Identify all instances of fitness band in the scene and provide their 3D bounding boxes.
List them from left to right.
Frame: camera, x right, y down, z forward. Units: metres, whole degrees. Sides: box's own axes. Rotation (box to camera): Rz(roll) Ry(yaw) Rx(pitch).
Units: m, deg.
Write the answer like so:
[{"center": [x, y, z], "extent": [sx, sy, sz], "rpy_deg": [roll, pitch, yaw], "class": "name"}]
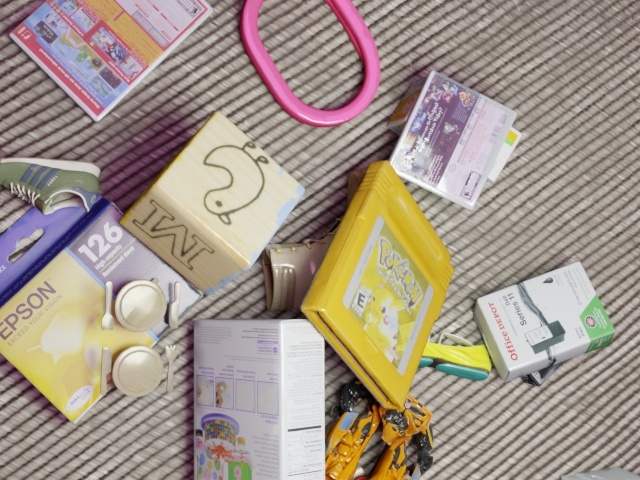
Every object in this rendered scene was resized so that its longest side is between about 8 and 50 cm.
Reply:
[{"center": [-0.017, -0.342, 1.773], "extent": [0.209, 0.054, 0.290], "rpy_deg": [-33, 96, -12], "class": "fitness band"}]

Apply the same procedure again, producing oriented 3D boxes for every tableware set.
[{"center": [-0.302, 0.158, 1.639], "extent": [0.128, 0.039, 0.194], "rpy_deg": [2, 94, -27], "class": "tableware set"}]

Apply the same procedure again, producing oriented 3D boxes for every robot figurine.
[{"center": [0.101, 0.355, 1.714], "extent": [0.211, 0.085, 0.291], "rpy_deg": [40, 43, -3], "class": "robot figurine"}]

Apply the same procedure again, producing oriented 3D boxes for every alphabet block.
[{"center": [-0.178, -0.057, 1.633], "extent": [0.197, 0.193, 0.192], "rpy_deg": [41, 57, -11], "class": "alphabet block"}]

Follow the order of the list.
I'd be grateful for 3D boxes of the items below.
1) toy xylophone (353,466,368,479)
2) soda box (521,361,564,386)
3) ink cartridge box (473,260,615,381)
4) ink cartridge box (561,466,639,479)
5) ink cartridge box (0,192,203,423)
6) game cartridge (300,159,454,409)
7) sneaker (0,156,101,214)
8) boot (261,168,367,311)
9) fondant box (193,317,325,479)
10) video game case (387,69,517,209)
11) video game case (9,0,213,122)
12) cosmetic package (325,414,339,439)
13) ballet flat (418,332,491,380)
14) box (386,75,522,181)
[{"center": [0.016, 0.527, 1.758], "extent": [0.323, 0.081, 0.236], "rpy_deg": [-13, 93, -14], "class": "toy xylophone"}, {"center": [0.441, 0.198, 1.882], "extent": [0.169, 0.060, 0.053], "rpy_deg": [-41, 100, -12], "class": "soda box"}, {"center": [0.402, 0.149, 1.817], "extent": [0.208, 0.087, 0.153], "rpy_deg": [-20, 68, -4], "class": "ink cartridge box"}, {"center": [0.542, 0.528, 1.870], "extent": [0.127, 0.128, 0.176], "rpy_deg": [-6, 91, -15], "class": "ink cartridge box"}, {"center": [-0.408, 0.089, 1.662], "extent": [0.303, 0.072, 0.307], "rpy_deg": [-46, 102, -11], "class": "ink cartridge box"}, {"center": [0.113, 0.074, 1.687], "extent": [0.285, 0.053, 0.323], "rpy_deg": [52, 50, -35], "class": "game cartridge"}, {"center": [-0.458, -0.085, 1.631], "extent": [0.192, 0.064, 0.086], "rpy_deg": [1, 68, -7], "class": "sneaker"}, {"center": [0.000, 0.000, 1.757], "extent": [0.204, 0.095, 0.261], "rpy_deg": [2, 92, -13], "class": "boot"}, {"center": [-0.104, 0.293, 1.639], "extent": [0.096, 0.238, 0.330], "rpy_deg": [4, 85, -42], "class": "fondant box"}, {"center": [0.227, -0.173, 1.735], "extent": [0.173, 0.022, 0.190], "rpy_deg": [24, 92, -12], "class": "video game case"}, {"center": [-0.353, -0.370, 1.701], "extent": [0.204, 0.025, 0.285], "rpy_deg": [46, 79, -10], "class": "video game case"}, {"center": [0.017, 0.369, 1.781], "extent": [0.115, 0.041, 0.060], "rpy_deg": [-42, 100, -11], "class": "cosmetic package"}, {"center": [0.206, 0.202, 1.823], "extent": [0.231, 0.077, 0.077], "rpy_deg": [11, 66, -17], "class": "ballet flat"}, {"center": [0.240, -0.200, 1.806], "extent": [0.203, 0.114, 0.103], "rpy_deg": [33, 83, -11], "class": "box"}]
